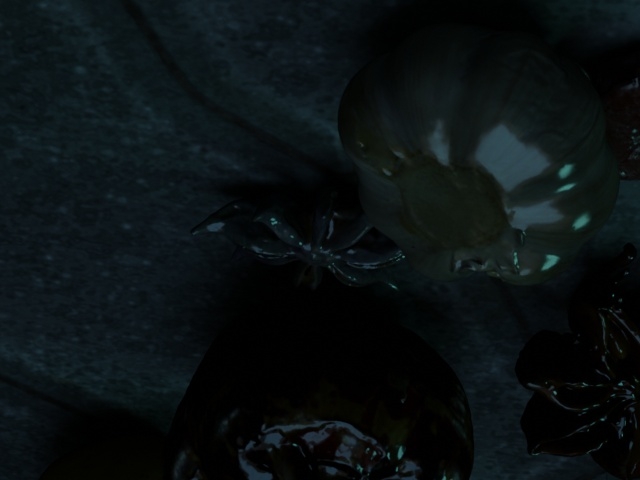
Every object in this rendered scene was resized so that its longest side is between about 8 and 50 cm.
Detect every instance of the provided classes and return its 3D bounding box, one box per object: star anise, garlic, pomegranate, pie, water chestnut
[{"bbox_3d":[0.000,0.000,1.659,0.204,0.061,0.181,-5,148,17],"label":"star anise"},{"bbox_3d":[0.272,0.111,1.725,0.190,0.126,0.220,29,109,-27],"label":"star anise"},{"bbox_3d":[0.127,-0.074,1.470,0.227,0.152,0.228,9,129,11],"label":"garlic"},{"bbox_3d":[-0.198,0.317,1.957,0.248,0.248,0.248,4,142,3],"label":"pomegranate"},{"bbox_3d":[0.273,-0.098,1.514,0.153,0.038,0.153,3,144,2],"label":"pie"},{"bbox_3d":[-0.002,0.186,1.735,0.289,0.244,0.289,8,167,2],"label":"water chestnut"}]

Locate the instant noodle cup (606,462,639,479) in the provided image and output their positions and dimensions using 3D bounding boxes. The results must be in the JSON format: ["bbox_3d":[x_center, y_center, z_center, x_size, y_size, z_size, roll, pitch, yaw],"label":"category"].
[{"bbox_3d":[0.442,0.320,1.873,0.293,0.294,0.308,-8,148,17],"label":"instant noodle cup"}]
